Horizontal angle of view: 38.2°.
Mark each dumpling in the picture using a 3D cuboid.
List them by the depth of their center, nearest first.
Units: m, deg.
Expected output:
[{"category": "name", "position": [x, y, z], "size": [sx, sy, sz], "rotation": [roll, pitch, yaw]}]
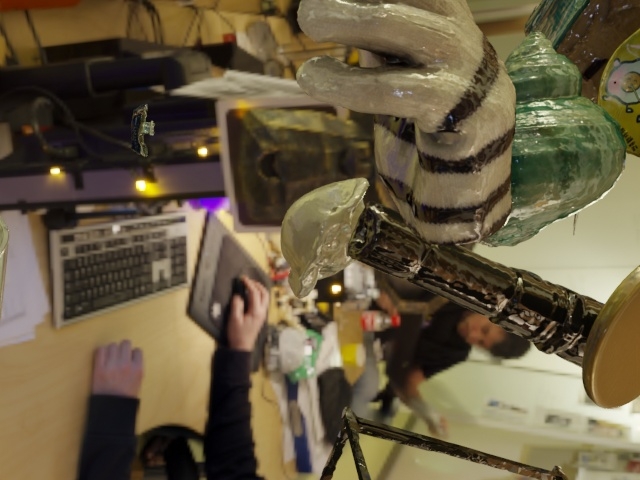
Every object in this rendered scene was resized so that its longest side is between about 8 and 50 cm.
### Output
[{"category": "dumpling", "position": [0.000, 0.000, 1.346], "size": [0.229, 0.124, 0.151], "rotation": [-56, -171, 49]}]

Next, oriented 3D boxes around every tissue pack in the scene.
[{"category": "tissue pack", "position": [0.401, -0.319, 1.326], "size": [0.192, 0.134, 0.271], "rotation": [-59, -174, 25]}]

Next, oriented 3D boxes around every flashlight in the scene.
[{"category": "flashlight", "position": [0.225, 0.061, 1.204], "size": [0.103, 0.423, 0.103], "rotation": [-55, -160, 30]}]

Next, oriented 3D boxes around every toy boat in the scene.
[{"category": "toy boat", "position": [-0.279, -0.174, 1.461], "size": [0.038, 0.038, 0.083], "rotation": [-11, 102, -70]}]

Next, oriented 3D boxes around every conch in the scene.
[{"category": "conch", "position": [0.209, -0.104, 0.911], "size": [0.196, 0.134, 0.202], "rotation": [13, 54, -27]}]

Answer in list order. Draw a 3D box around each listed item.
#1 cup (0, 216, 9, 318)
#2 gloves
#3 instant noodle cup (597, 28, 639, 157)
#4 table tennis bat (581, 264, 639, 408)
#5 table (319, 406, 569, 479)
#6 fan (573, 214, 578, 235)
[{"category": "cup", "position": [-0.599, 0.121, 1.354], "size": [0.253, 0.253, 0.372], "rotation": [-53, 161, -60]}, {"category": "gloves", "position": [0.068, -0.115, 0.629], "size": [0.140, 0.131, 0.219], "rotation": [-49, 134, -58]}, {"category": "instant noodle cup", "position": [0.459, -0.168, 1.147], "size": [0.144, 0.182, 0.182], "rotation": [17, 71, -47]}, {"category": "table tennis bat", "position": [0.431, 0.072, 1.137], "size": [0.321, 0.050, 0.198], "rotation": [-49, 134, -9]}, {"category": "table", "position": [0.163, 0.405, 1.157], "size": [0.272, 0.334, 0.222], "rotation": [-109, -141, -70]}, {"category": "fan", "position": [0.481, -0.103, 1.709], "size": [0.226, 0.008, 0.153], "rotation": [44, 58, -69]}]
